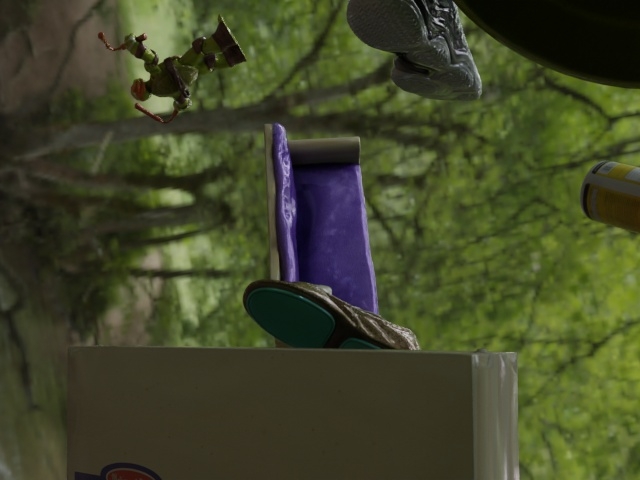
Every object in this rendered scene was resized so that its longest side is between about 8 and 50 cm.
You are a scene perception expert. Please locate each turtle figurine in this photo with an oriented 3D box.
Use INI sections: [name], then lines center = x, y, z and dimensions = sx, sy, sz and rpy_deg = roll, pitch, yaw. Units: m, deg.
[turtle figurine]
center = -0.243, -0.295, 1.811
dimensions = 0.087, 0.217, 0.269
rpy_deg = 63, 3, 33

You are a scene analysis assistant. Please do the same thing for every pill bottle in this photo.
[pill bottle]
center = 0.515, -0.062, 1.712
dimensions = 0.184, 0.103, 0.103
rpy_deg = 22, -49, 47

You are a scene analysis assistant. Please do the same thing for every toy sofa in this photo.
[toy sofa]
center = 0.000, 0.000, 1.557
dimensions = 0.177, 0.150, 0.362
rpy_deg = 90, -4, -53

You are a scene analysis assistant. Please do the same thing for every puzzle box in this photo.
[puzzle box]
center = -0.044, 0.208, 0.753
dimensions = 0.052, 0.409, 0.272
rpy_deg = 3, 85, -47

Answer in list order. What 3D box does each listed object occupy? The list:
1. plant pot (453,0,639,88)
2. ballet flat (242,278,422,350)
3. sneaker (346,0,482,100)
[plant pot]
center = 0.314, -0.391, 0.983
dimensions = 0.366, 0.367, 0.353
rpy_deg = 79, 32, -58
[ballet flat]
center = 0.015, 0.087, 1.099
dimensions = 0.073, 0.206, 0.067
rpy_deg = -52, -165, 31
[sneaker]
center = 0.122, -0.255, 1.168
dimensions = 0.268, 0.101, 0.153
rpy_deg = 30, 70, -60
